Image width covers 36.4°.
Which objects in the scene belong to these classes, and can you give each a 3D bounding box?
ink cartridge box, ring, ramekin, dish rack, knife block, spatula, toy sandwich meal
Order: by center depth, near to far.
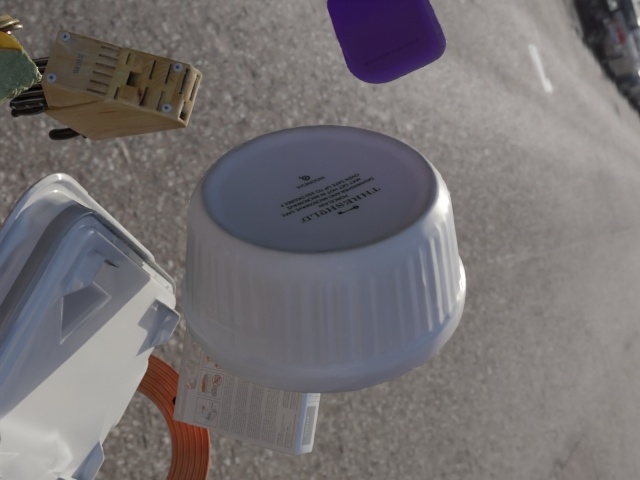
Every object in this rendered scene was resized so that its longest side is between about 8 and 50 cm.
[{"bbox_3d":[-0.234,-0.121,0.644,0.029,0.085,0.085,65,23,-15],"label":"toy sandwich meal"},{"bbox_3d":[0.029,-0.266,0.835,0.030,0.084,0.296,34,37,-57],"label":"spatula"},{"bbox_3d":[-0.232,0.115,0.886,0.285,0.072,0.333,-64,167,-12],"label":"dish rack"},{"bbox_3d":[0.000,0.000,0.889,0.273,0.273,0.127,-76,166,-53],"label":"ramekin"},{"bbox_3d":[-0.103,0.198,1.417,0.056,0.224,0.181,9,89,-57],"label":"ink cartridge box"},{"bbox_3d":[-0.318,-0.200,1.427,0.242,0.275,0.088,113,-9,-73],"label":"knife block"},{"bbox_3d":[-0.336,0.327,1.494,0.032,0.336,0.337,92,-12,-75],"label":"ring"}]

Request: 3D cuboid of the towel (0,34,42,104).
[{"bbox_3d":[-0.362,-0.192,0.971,0.110,0.027,0.148,-44,98,-25],"label":"towel"}]
